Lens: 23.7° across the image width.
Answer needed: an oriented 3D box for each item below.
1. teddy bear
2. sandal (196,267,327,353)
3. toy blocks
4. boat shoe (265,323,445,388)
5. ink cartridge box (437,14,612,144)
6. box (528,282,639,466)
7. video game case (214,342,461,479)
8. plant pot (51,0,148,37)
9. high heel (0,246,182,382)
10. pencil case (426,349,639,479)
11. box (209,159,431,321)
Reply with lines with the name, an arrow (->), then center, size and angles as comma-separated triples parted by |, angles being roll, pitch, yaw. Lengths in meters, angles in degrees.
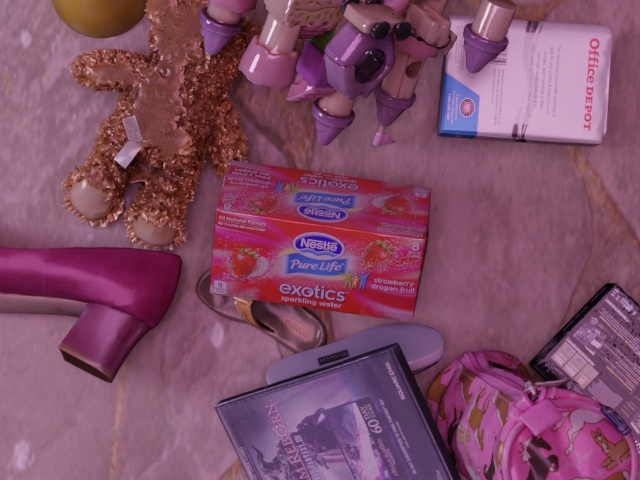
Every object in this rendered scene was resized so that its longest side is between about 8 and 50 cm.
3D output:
teddy bear -> -0.197, -0.152, 1.918 | 0.245, 0.113, 0.338 | 8, 96, 9
sandal -> -0.072, 0.086, 1.924 | 0.180, 0.049, 0.072 | 31, 91, 2
toy blocks -> 0.034, -0.211, 1.786 | 0.309, 0.288, 0.260 | 46, 127, 38
boat shoe -> 0.048, 0.170, 1.908 | 0.228, 0.080, 0.076 | -17, 128, 1
ink cartridge box -> 0.253, -0.196, 1.903 | 0.203, 0.086, 0.148 | 5, 89, 1
box -> 0.375, 0.165, 1.894 | 0.180, 0.077, 0.147 | 44, 90, 2
video game case -> 0.019, 0.250, 1.849 | 0.274, 0.026, 0.196 | -21, 97, 31
plant pot -> -0.282, -0.328, 1.918 | 0.134, 0.095, 0.134 | 0, 89, 1
high heel -> -0.367, 0.015, 1.921 | 0.377, 0.127, 0.181 | 31, 71, 1
pencil case -> 0.229, 0.224, 1.750 | 0.160, 0.386, 0.167 | 21, 89, -9
box -> 0.000, 0.000, 1.866 | 0.256, 0.123, 0.128 | 9, 124, 2
